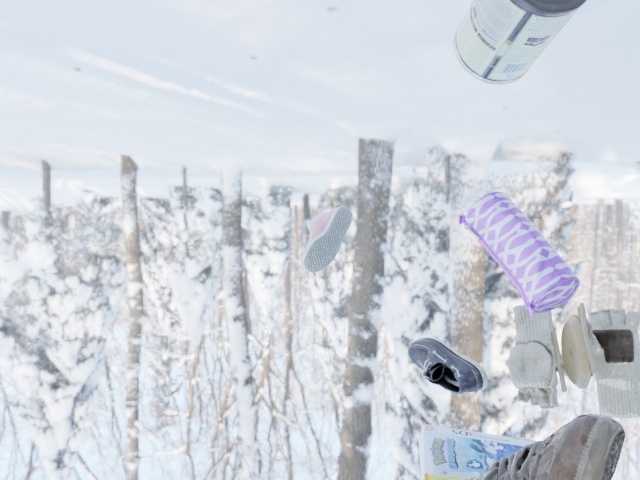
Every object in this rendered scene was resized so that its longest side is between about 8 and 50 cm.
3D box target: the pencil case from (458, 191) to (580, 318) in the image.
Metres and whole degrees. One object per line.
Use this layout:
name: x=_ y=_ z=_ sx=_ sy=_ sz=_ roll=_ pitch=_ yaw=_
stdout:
pencil case: x=0.294 y=0.014 z=0.881 sx=0.088 sy=0.086 sz=0.206 roll=-21 pitch=-131 yaw=-11

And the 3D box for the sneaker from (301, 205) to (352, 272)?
sneaker: x=0.000 y=0.000 z=1.017 sx=0.051 sy=0.134 sz=0.070 roll=42 pitch=157 yaw=-24

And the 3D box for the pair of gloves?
pair of gloves: x=0.479 y=0.224 z=1.111 sx=0.240 sy=0.204 sz=0.042 roll=1 pitch=171 yaw=31

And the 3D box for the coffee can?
coffee can: x=0.429 y=-0.499 z=1.277 sx=0.201 sy=0.202 sz=0.275 roll=1 pitch=165 yaw=-7

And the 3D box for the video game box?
video game box: x=0.240 y=0.361 z=0.862 sx=0.186 sy=0.048 sz=0.205 roll=4 pitch=-160 yaw=7

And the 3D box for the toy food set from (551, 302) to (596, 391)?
toy food set: x=0.453 y=0.190 z=1.015 sx=0.038 sy=0.133 sz=0.192 roll=-4 pitch=157 yaw=5

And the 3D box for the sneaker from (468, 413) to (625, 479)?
sneaker: x=0.122 y=0.167 z=0.363 sx=0.071 sy=0.189 sz=0.066 roll=27 pitch=-139 yaw=30

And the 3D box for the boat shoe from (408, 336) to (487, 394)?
boat shoe: x=0.227 y=0.242 z=1.133 sx=0.064 sy=0.075 sz=0.206 roll=-15 pitch=-164 yaw=-28
